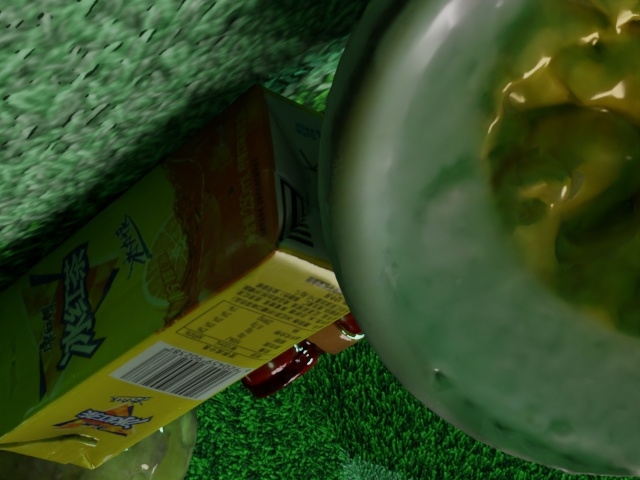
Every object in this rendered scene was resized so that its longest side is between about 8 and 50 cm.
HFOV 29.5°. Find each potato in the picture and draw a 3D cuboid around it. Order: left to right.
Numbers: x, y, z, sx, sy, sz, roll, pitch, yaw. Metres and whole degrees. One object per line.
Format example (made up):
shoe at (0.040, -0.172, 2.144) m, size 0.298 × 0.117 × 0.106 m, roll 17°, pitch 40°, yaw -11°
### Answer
potato at (-0.284, 0.211, 1.358) m, size 0.289 × 0.301 × 0.237 m, roll 6°, pitch 119°, yaw -56°

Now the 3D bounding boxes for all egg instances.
egg at (0.183, -0.060, 0.806) m, size 0.354 × 0.354 × 0.340 m, roll -31°, pitch -172°, yaw 12°

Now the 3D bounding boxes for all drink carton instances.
drink carton at (-0.117, 0.040, 0.945) m, size 0.111 × 0.154 × 0.351 m, roll 22°, pitch 137°, yaw -38°

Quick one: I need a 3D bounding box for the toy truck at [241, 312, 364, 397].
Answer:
toy truck at (0.000, 0.000, 1.153) m, size 0.265 × 0.189 × 0.239 m, roll -32°, pitch -178°, yaw 24°
